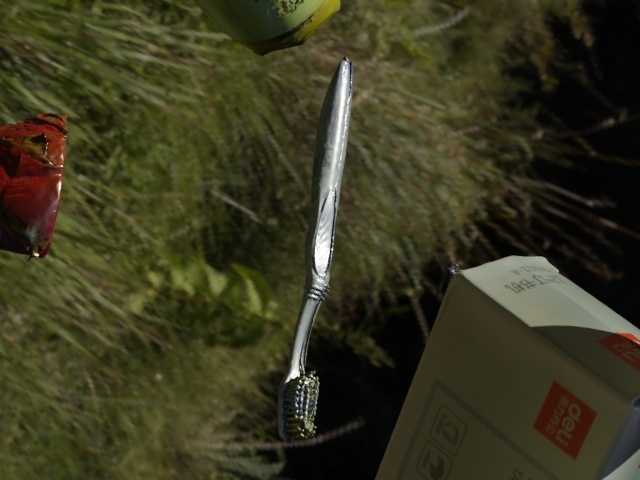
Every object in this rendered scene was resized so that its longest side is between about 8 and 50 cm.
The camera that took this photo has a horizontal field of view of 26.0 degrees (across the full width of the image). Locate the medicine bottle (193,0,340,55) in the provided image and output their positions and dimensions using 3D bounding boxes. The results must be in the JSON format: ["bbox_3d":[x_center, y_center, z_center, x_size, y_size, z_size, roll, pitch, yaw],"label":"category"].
[{"bbox_3d":[-0.072,-0.238,1.023,0.124,0.124,0.239,-54,139,-8],"label":"medicine bottle"}]

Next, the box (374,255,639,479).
[{"bbox_3d":[0.099,0.151,0.775,0.079,0.135,0.269,-6,125,-43],"label":"box"}]

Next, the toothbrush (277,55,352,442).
[{"bbox_3d":[0.000,0.000,1.390,0.035,0.042,0.413,24,64,-39],"label":"toothbrush"}]

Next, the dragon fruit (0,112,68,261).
[{"bbox_3d":[-0.335,-0.069,1.486,0.121,0.127,0.161,16,92,-20],"label":"dragon fruit"}]
